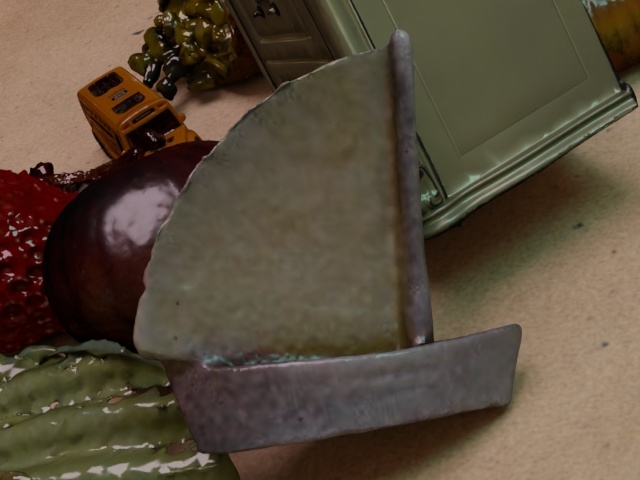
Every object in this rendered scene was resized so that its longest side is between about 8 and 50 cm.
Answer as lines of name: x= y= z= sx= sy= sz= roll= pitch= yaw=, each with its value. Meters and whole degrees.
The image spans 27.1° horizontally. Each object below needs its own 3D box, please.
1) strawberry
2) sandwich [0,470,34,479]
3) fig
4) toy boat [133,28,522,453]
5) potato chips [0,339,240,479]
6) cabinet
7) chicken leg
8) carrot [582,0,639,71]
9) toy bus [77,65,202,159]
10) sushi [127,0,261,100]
strawberry: x=-0.289 y=0.019 z=1.306 sx=0.244 sy=0.205 sz=0.205 roll=-3 pitch=34 yaw=-7
sandwich: x=-0.194 y=0.296 z=0.816 sx=0.325 sy=0.131 sz=0.262 roll=-30 pitch=55 yaw=-9
fig: x=-0.125 y=0.024 z=1.145 sx=0.235 sy=0.214 sz=0.235 roll=-7 pitch=8 yaw=1
toy boat: x=-0.008 y=0.032 z=1.000 sx=0.276 sy=0.293 sz=0.111 roll=-23 pitch=0 yaw=-9
potato chips: x=-0.263 y=0.247 z=1.026 sx=0.389 sy=0.097 sz=0.373 roll=3 pitch=52 yaw=31
cabinet: x=0.059 y=-0.201 z=1.171 sx=0.227 sy=0.318 sz=0.290 roll=-33 pitch=16 yaw=-11
chicken leg: x=-0.256 y=-0.055 z=1.435 sx=0.219 sy=0.089 sz=0.048 roll=-15 pitch=-8 yaw=31
carrot: x=0.342 y=-0.248 z=1.316 sx=0.302 sy=0.114 sz=0.114 roll=-23 pitch=34 yaw=-5
toy bus: x=-0.203 y=-0.127 z=1.498 sx=0.083 sy=0.088 sz=0.194 roll=-35 pitch=36 yaw=-13
sushi: x=-0.128 y=-0.268 z=1.596 sx=0.179 sy=0.167 sz=0.296 roll=-15 pitch=35 yaw=-28
